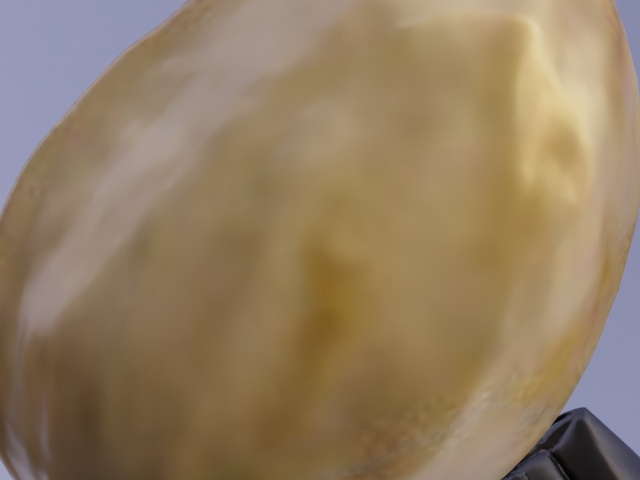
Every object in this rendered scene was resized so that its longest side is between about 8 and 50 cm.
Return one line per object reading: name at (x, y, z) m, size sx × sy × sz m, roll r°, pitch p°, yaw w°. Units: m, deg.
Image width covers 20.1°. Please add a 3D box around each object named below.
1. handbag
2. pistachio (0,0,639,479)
handbag at (0.325, 0.331, 1.693) m, size 0.152 × 0.342 × 0.288 m, roll -40°, pitch -38°, yaw 13°
pistachio at (0.000, 0.000, 0.726) m, size 0.230 × 0.230 × 0.309 m, roll 37°, pitch -88°, yaw -4°
